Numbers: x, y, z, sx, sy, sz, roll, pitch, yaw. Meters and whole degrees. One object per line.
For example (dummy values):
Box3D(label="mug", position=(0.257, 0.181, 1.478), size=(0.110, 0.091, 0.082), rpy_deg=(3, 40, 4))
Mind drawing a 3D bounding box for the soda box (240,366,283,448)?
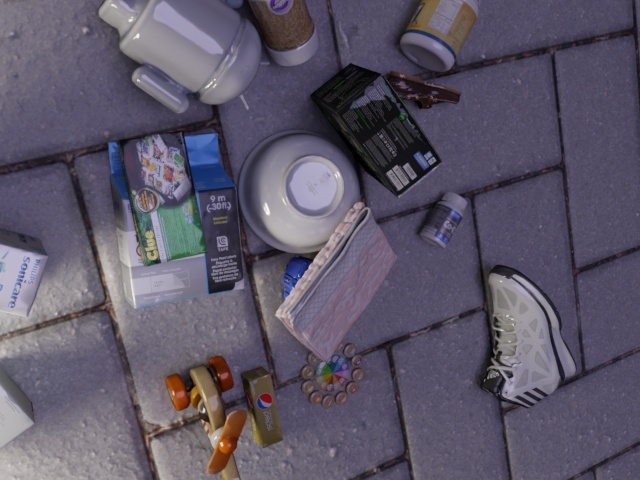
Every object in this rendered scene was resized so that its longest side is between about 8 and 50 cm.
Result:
Box3D(label="soda box", position=(-0.141, 0.405, 1.715), size=(0.058, 0.061, 0.182), rpy_deg=(-16, 105, -23))

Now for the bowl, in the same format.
Box3D(label="bowl", position=(-0.031, -0.116, 1.613), size=(0.297, 0.134, 0.298), rpy_deg=(0, 90, -16))

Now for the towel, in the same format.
Box3D(label="towel", position=(0.054, 0.107, 1.675), size=(0.332, 0.053, 0.317), rpy_deg=(-54, 151, -11))

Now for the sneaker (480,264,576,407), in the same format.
Box3D(label="sneaker", position=(0.538, 0.297, 1.964), size=(0.257, 0.169, 0.448), rpy_deg=(-41, 115, -17))

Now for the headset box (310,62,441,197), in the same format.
Box3D(label="headset box", position=(0.118, -0.260, 1.621), size=(0.131, 0.283, 0.246), rpy_deg=(-38, 112, 1))

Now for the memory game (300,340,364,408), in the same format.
Box3D(label="memory game", position=(0.032, 0.343, 1.816), size=(0.186, 0.012, 0.186), rpy_deg=(-4, 100, -25))

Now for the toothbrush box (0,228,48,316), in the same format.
Box3D(label="toothbrush box", position=(-0.679, 0.029, 1.312), size=(0.295, 0.216, 0.126), rpy_deg=(19, 90, -26))

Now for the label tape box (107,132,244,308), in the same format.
Box3D(label="label tape box", position=(-0.311, -0.048, 1.535), size=(0.249, 0.115, 0.348), rpy_deg=(-9, 103, -24))

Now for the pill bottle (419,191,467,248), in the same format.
Box3D(label="pill bottle", position=(0.326, -0.055, 1.857), size=(0.078, 0.078, 0.137), rpy_deg=(33, 84, -26))

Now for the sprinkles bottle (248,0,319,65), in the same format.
Box3D(label="sprinkles bottle", position=(-0.102, -0.526, 1.460), size=(0.121, 0.121, 0.355), rpy_deg=(-45, 147, -13))

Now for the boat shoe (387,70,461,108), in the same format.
Box3D(label="boat shoe", position=(0.257, -0.368, 1.782), size=(0.206, 0.073, 0.073), rpy_deg=(10, 96, -19))

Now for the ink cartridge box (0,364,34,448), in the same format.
Box3D(label="ink cartridge box", position=(-0.686, 0.355, 1.408), size=(0.176, 0.128, 0.127), rpy_deg=(-36, 112, -15))

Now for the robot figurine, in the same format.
Box3D(label="robot figurine", position=(-0.267, -0.415, 1.448), size=(0.353, 0.199, 0.300), rpy_deg=(31, 80, -26))

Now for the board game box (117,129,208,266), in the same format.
Box3D(label="board game box", position=(-0.323, -0.087, 1.450), size=(0.136, 0.030, 0.260), rpy_deg=(-13, 98, -26))

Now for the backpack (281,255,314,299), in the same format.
Box3D(label="backpack", position=(-0.042, 0.104, 1.696), size=(0.101, 0.098, 0.120), rpy_deg=(19, 94, -29))

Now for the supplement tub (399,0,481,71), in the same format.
Box3D(label="supplement tub", position=(0.298, -0.533, 1.732), size=(0.144, 0.144, 0.200), rpy_deg=(30, 84, -26))

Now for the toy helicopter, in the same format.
Box3D(label="toy helicopter", position=(-0.219, 0.449, 1.588), size=(0.140, 0.235, 0.355), rpy_deg=(-20, 106, -22))
